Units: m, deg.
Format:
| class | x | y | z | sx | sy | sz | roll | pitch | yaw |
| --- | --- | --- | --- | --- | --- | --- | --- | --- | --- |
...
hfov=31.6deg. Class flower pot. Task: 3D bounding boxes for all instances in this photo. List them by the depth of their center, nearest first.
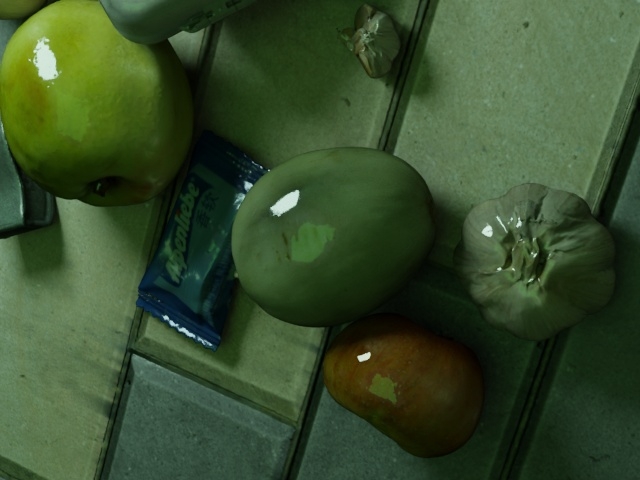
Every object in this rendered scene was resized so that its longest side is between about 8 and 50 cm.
| class | x | y | z | sx | sy | sz | roll | pitch | yaw |
| --- | --- | --- | --- | --- | --- | --- | --- | --- | --- |
| flower pot | -0.536 | -0.120 | 1.929 | 0.108 | 0.103 | 0.229 | -10 | 92 | 24 |

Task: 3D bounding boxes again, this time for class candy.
| class | x | y | z | sx | sy | sz | roll | pitch | yaw |
| --- | --- | --- | --- | --- | --- | --- | --- | --- | --- |
| candy | -0.180 | 0.006 | 1.807 | 0.187 | 0.077 | 0.331 | 31 | 108 | 24 |

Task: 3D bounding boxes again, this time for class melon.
| class | x | y | z | sx | sy | sz | roll | pitch | yaw |
| --- | --- | --- | --- | --- | --- | --- | --- | --- | --- |
| melon | 0.014 | -0.007 | 1.621 | 0.308 | 0.272 | 0.272 | -39 | 81 | 2 |

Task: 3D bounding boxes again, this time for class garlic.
| class | x | y | z | sx | sy | sz | roll | pitch | yaw |
| --- | --- | --- | --- | --- | --- | --- | --- | --- | --- |
| garlic | 0.292 | 0.029 | 1.558 | 0.228 | 0.152 | 0.227 | 5 | 104 | 21 |
| garlic | 0.077 | -0.293 | 1.649 | 0.074 | 0.094 | 0.113 | -16 | 84 | -15 |

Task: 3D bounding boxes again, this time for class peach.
| class | x | y | z | sx | sy | sz | roll | pitch | yaw |
| --- | --- | --- | --- | --- | --- | --- | --- | --- | --- |
| peach | -0.350 | -0.211 | 1.739 | 0.314 | 0.281 | 0.315 | -4 | 88 | 30 |

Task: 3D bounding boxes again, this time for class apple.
| class | x | y | z | sx | sy | sz | roll | pitch | yaw |
| --- | --- | --- | --- | --- | --- | --- | --- | --- | --- |
| apple | 0.125 | 0.199 | 1.627 | 0.235 | 0.210 | 0.173 | 35 | 85 | -16 |

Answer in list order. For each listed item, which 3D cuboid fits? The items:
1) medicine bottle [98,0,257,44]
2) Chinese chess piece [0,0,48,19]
| class | x | y | z | sx | sy | sz | roll | pitch | yaw |
| --- | --- | --- | --- | --- | --- | --- | --- | --- | --- |
| medicine bottle | -0.166 | -0.456 | 1.623 | 0.375 | 0.123 | 0.282 | -28 | 72 | -3 |
| Chinese chess piece | -0.498 | -0.487 | 1.798 | 0.270 | 0.112 | 0.270 | -1 | 89 | 53 |
